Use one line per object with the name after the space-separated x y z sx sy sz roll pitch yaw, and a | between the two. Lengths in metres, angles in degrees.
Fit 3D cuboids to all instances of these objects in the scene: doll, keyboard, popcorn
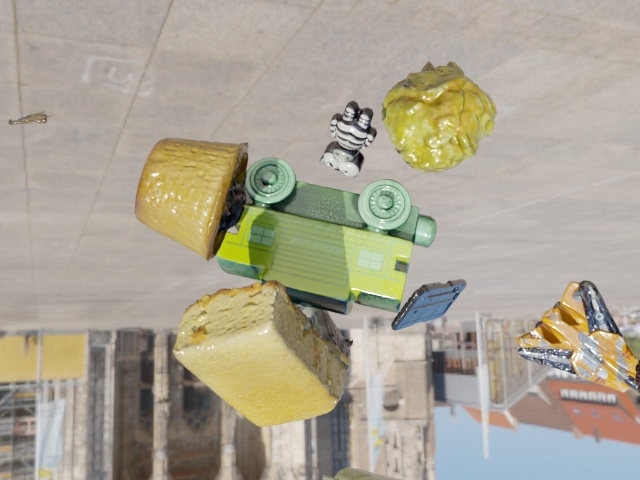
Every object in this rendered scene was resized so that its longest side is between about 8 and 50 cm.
0.053 -0.187 1.234 0.090 0.067 0.219 22 152 1 | doll
0.215 0.120 1.225 0.016 0.106 0.262 42 -160 24 | keyboard
0.238 -0.270 1.311 0.233 0.266 0.192 -8 147 31 | popcorn

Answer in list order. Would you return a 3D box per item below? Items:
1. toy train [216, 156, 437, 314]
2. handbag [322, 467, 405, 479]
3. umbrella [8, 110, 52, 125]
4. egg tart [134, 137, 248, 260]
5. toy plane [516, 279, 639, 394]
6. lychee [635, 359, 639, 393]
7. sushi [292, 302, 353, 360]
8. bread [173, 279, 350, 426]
0.000 0.000 1.265 0.441 0.273 0.179 13 165 8 | toy train
0.117 0.382 0.903 0.219 0.079 0.256 30 156 -35 | handbag
-0.573 -0.238 1.251 0.083 0.032 0.020 -10 155 -21 | umbrella
-0.210 -0.084 1.081 0.170 0.215 0.215 19 170 -2 | egg tart
0.564 0.230 1.235 0.316 0.204 0.103 34 -157 -6 | toy plane
0.604 0.226 1.071 0.123 0.124 0.129 4 162 -32 | lychee
-0.104 0.295 1.534 0.348 0.235 0.208 -14 140 13 | sushi
-0.086 0.182 0.998 0.184 0.114 0.275 -17 137 19 | bread
